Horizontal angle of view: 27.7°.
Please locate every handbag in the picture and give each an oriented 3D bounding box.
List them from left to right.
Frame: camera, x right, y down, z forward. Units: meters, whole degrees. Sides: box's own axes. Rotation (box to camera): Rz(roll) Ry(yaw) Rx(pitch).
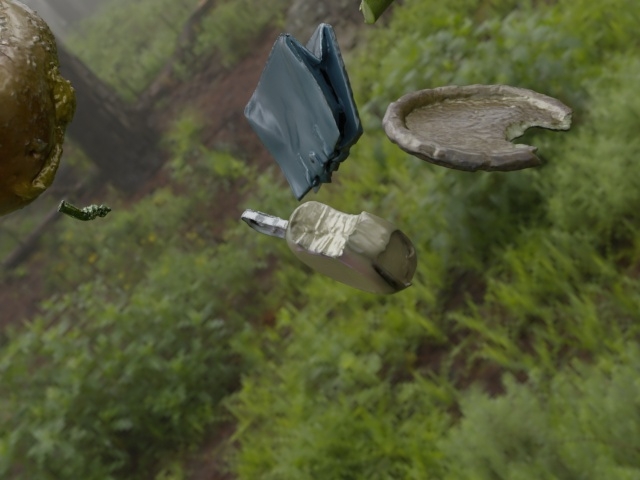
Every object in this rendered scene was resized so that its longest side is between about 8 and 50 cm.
[{"bbox_3d":[-0.016,-0.141,1.481,0.057,0.144,0.221,-20,-12,-21],"label":"handbag"}]

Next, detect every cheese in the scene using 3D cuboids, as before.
[{"bbox_3d":[0.000,0.000,1.804,0.286,0.163,0.082,15,70,36],"label":"cheese"}]

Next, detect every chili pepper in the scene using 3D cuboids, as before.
[{"bbox_3d":[-0.347,-0.042,1.904,0.022,0.083,0.027,-8,79,54],"label":"chili pepper"}]

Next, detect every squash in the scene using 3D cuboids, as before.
[{"bbox_3d":[0.127,-0.461,2.195,0.200,0.075,0.090,-48,-24,-16],"label":"squash"}]

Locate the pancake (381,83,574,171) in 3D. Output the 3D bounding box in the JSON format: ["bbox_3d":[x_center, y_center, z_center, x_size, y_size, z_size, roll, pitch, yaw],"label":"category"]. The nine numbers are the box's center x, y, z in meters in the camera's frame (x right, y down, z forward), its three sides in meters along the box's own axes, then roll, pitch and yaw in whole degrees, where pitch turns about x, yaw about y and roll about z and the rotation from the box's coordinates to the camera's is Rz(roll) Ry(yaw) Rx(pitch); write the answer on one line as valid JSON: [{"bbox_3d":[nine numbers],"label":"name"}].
[{"bbox_3d":[0.224,-0.160,1.786,0.288,0.033,0.286,-9,27,-21],"label":"pancake"}]

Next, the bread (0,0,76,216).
[{"bbox_3d":[-0.364,-0.159,1.456,0.246,0.176,0.195,-101,19,-47],"label":"bread"}]
